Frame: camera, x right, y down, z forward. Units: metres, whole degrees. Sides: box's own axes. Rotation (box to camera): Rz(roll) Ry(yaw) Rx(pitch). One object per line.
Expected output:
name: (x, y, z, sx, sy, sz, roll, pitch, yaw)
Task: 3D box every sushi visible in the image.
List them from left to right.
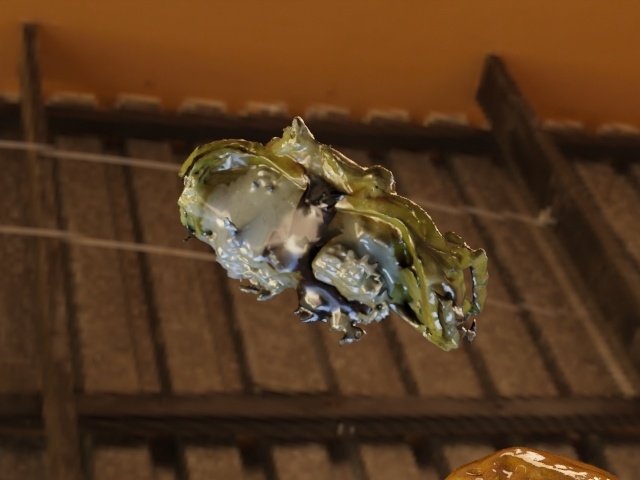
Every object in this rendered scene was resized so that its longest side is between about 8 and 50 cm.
sushi: (0.003, -0.005, 1.361, 0.291, 0.139, 0.131, 28, -120, 23)

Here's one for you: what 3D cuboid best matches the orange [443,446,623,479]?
orange: (0.108, 0.177, 0.821, 0.159, 0.136, 0.159, -19, -151, 11)
